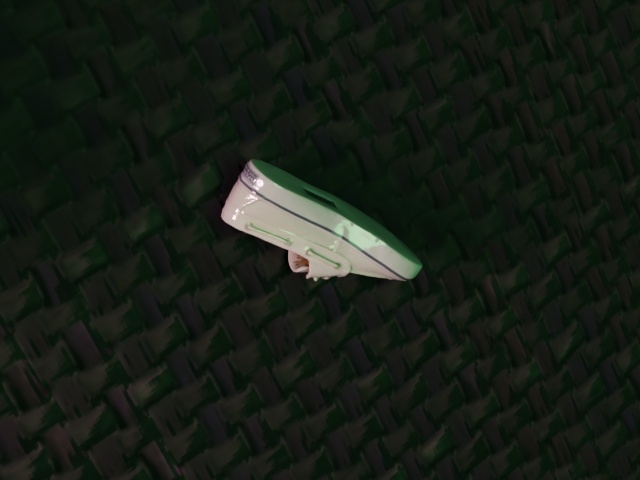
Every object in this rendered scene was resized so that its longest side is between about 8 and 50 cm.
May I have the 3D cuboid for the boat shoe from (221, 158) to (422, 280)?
[{"bbox_3d":[0.000,0.000,0.577,0.100,0.035,0.035,26,107,-33],"label":"boat shoe"}]
